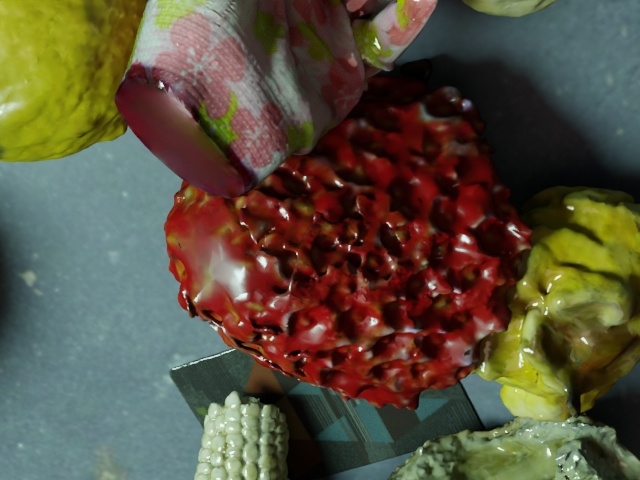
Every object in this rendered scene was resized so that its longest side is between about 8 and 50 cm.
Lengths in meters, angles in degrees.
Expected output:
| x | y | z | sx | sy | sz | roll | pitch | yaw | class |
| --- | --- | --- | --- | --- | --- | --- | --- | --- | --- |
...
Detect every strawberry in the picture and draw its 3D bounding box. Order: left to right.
| x | y | z | sx | sy | sz | roll | pitch | yaw | class |
| --- | --- | --- | --- | --- | --- | --- | --- | --- | --- |
| 0.000 | 0.000 | 0.781 | 0.234 | 0.178 | 0.234 | 4 | 96 | 36 | strawberry |

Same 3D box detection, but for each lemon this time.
| x | y | z | sx | sy | sz | roll | pitch | yaw | class |
| --- | --- | --- | --- | --- | --- | --- | --- | --- | --- |
| -0.176 | -0.146 | 0.738 | 0.192 | 0.231 | 0.192 | 12 | 153 | 6 | lemon |

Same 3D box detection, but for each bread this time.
| x | y | z | sx | sy | sz | roll | pitch | yaw | class |
| --- | --- | --- | --- | --- | --- | --- | --- | --- | --- |
| 0.098 | 0.246 | 0.940 | 0.314 | 0.171 | 0.192 | -36 | 151 | 2 | bread |

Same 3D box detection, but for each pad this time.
| x | y | z | sx | sy | sz | roll | pitch | yaw | class |
| --- | --- | --- | --- | --- | --- | --- | --- | --- | --- |
| 0.003 | 0.125 | 0.985 | 0.211 | 0.003 | 0.143 | -20 | 115 | 20 | pad |

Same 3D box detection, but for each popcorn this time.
| x | y | z | sx | sy | sz | roll | pitch | yaw | class |
| --- | --- | --- | --- | --- | --- | --- | --- | --- | --- |
| 0.162 | 0.044 | 0.841 | 0.148 | 0.152 | 0.167 | 5 | 123 | -26 | popcorn |

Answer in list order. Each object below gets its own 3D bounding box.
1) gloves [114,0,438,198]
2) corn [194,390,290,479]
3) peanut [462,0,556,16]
| x | y | z | sx | sy | sz | roll | pitch | yaw | class |
| --- | --- | --- | --- | --- | --- | --- | --- | --- | --- |
| -0.011 | -0.147 | 0.709 | 0.145 | 0.241 | 0.126 | 36 | 155 | -1 | gloves |
| -0.067 | 0.225 | 0.973 | 0.087 | 0.087 | 0.211 | 7 | 78 | 5 | corn |
| 0.153 | -0.223 | 0.707 | 0.103 | 0.098 | 0.229 | 24 | 122 | -36 | peanut |
